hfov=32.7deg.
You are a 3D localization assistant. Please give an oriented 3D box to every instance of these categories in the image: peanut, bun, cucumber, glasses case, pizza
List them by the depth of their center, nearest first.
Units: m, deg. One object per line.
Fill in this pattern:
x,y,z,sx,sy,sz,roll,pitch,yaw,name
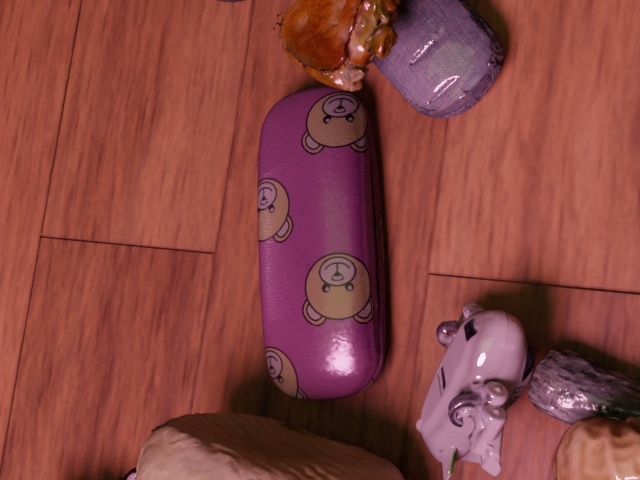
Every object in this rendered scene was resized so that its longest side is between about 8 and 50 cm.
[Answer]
0.282,0.225,0.842,0.110,0.196,0.233,-41,67,-12,peanut
0.241,0.138,0.944,0.112,0.064,0.064,20,90,29,cucumber
-0.039,0.253,0.961,0.259,0.259,0.160,12,89,28,bun
0.037,-0.251,1.048,0.147,0.069,0.226,12,84,51,pizza
0.000,0.000,1.085,0.123,0.076,0.316,-8,77,27,glasses case
0.074,-0.239,1.097,0.109,0.067,0.282,-45,63,18,glasses case

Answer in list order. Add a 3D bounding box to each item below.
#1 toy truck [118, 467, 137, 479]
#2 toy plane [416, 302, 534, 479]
-0.201,0.304,1.120,0.242,0.101,0.125,-24,75,24,toy truck
0.137,0.133,0.957,0.080,0.174,0.174,11,85,-8,toy plane
